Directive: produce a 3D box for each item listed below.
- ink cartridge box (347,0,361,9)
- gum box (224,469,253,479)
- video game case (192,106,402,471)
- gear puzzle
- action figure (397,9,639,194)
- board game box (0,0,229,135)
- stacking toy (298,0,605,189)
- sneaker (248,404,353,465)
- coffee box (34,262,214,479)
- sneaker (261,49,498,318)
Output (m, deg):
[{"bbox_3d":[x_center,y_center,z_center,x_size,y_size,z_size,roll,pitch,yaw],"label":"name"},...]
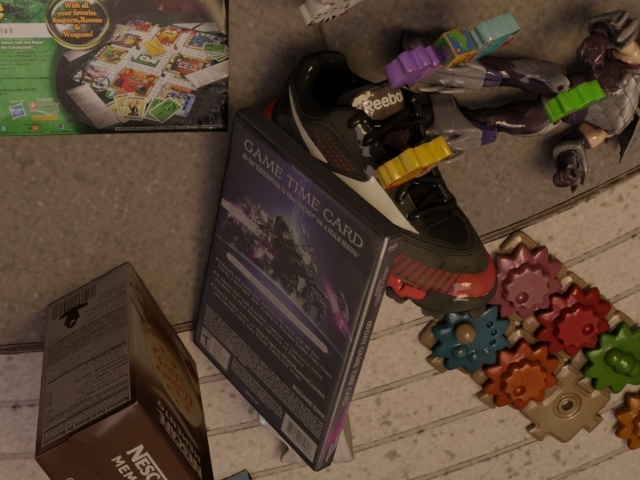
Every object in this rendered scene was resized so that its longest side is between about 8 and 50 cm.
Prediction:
[{"bbox_3d":[0.091,-0.328,0.787,0.308,0.385,0.091,-27,76,3],"label":"ink cartridge box"},{"bbox_3d":[-0.111,0.359,1.241,0.157,0.041,0.184,-25,119,1],"label":"gum box"},{"bbox_3d":[-0.031,0.047,0.998,0.026,0.196,0.274,-19,138,-38],"label":"video game case"},{"bbox_3d":[0.272,0.144,1.213,0.339,0.044,0.175,36,104,-24],"label":"gear puzzle"},{"bbox_3d":[0.210,-0.128,1.036,0.285,0.099,0.185,-2,123,-7],"label":"action figure"},{"bbox_3d":[-0.209,-0.158,0.979,0.259,0.030,0.136,-2,118,-11],"label":"board game box"},{"bbox_3d":[0.108,-0.152,0.919,0.221,0.052,0.167,-22,81,-26],"label":"stacking toy"},{"bbox_3d":[-0.031,0.150,1.142,0.094,0.080,0.212,-11,119,7],"label":"sneaker"},{"bbox_3d":[-0.173,0.147,1.009,0.098,0.246,0.141,-28,118,3],"label":"coffee box"},{"bbox_3d":[0.053,-0.056,0.947,0.097,0.276,0.135,-22,150,-37],"label":"sneaker"}]
